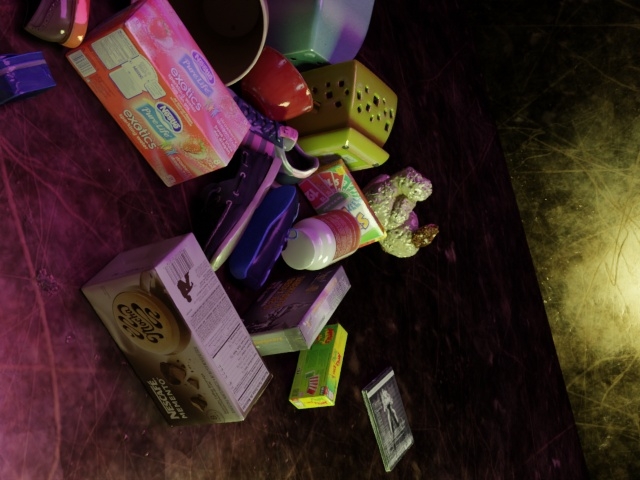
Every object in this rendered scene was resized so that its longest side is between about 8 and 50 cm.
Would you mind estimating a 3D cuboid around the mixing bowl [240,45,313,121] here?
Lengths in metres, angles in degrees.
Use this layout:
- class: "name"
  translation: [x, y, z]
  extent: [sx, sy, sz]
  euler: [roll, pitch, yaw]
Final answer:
- class: "mixing bowl"
  translation: [-0.113, -0.333, 1.582]
  extent: [0.098, 0.181, 0.181]
  euler: [-44, 122, -16]

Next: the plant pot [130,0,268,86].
- class: "plant pot"
  translation: [-0.210, -0.455, 1.410]
  extent: [0.274, 0.256, 0.256]
  euler: [-75, 142, -66]

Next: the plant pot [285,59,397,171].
- class: "plant pot"
  translation: [0.045, -0.289, 1.749]
  extent: [0.227, 0.228, 0.207]
  euler: [24, 64, -53]

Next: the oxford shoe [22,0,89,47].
- class: "oxford shoe"
  translation: [-0.433, -0.456, 1.138]
  extent: [0.098, 0.097, 0.271]
  euler: [3, 81, -45]

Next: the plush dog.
- class: "plush dog"
  translation: [0.199, -0.054, 1.937]
  extent: [0.210, 0.262, 0.225]
  euler: [-36, 101, -23]

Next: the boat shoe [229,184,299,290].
- class: "boat shoe"
  translation: [-0.117, -0.006, 1.501]
  extent: [0.258, 0.109, 0.089]
  euler: [-58, 136, -30]

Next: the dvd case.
- class: "dvd case"
  translation: [0.179, 0.463, 1.845]
  extent: [0.164, 0.018, 0.221]
  euler: [-24, 99, -58]

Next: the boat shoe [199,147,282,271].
- class: "boat shoe"
  translation: [-0.181, -0.079, 1.399]
  extent: [0.113, 0.127, 0.340]
  euler: [29, 48, -5]

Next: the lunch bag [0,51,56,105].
- class: "lunch bag"
  translation: [-0.456, -0.245, 1.051]
  extent: [0.098, 0.067, 0.065]
  euler: [-40, 111, -55]

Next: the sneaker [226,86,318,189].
- class: "sneaker"
  translation: [-0.124, -0.241, 1.531]
  extent: [0.319, 0.131, 0.112]
  euler: [44, 43, -41]

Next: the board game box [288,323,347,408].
- class: "board game box"
  translation: [-0.003, 0.276, 1.551]
  extent: [0.043, 0.092, 0.181]
  euler: [51, 39, -37]

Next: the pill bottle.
- class: "pill bottle"
  translation: [0.000, 0.000, 1.644]
  extent: [0.216, 0.121, 0.121]
  euler: [-21, 96, -60]

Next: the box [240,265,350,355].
- class: "box"
  translation: [-0.063, 0.143, 1.421]
  extent: [0.056, 0.183, 0.231]
  euler: [65, 33, -18]

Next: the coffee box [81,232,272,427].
- class: "coffee box"
  translation: [-0.229, 0.154, 1.160]
  extent: [0.297, 0.168, 0.119]
  euler: [64, 33, -20]

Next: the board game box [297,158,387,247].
- class: "board game box"
  translation: [0.059, -0.076, 1.767]
  extent: [0.259, 0.124, 0.039]
  euler: [55, 26, -32]

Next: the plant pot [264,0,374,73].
- class: "plant pot"
  translation: [-0.030, -0.540, 1.722]
  extent: [0.247, 0.247, 0.252]
  euler: [16, 77, -56]

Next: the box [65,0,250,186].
- class: "box"
  translation: [-0.280, -0.267, 1.266]
  extent: [0.300, 0.154, 0.142]
  euler: [55, 36, -29]
